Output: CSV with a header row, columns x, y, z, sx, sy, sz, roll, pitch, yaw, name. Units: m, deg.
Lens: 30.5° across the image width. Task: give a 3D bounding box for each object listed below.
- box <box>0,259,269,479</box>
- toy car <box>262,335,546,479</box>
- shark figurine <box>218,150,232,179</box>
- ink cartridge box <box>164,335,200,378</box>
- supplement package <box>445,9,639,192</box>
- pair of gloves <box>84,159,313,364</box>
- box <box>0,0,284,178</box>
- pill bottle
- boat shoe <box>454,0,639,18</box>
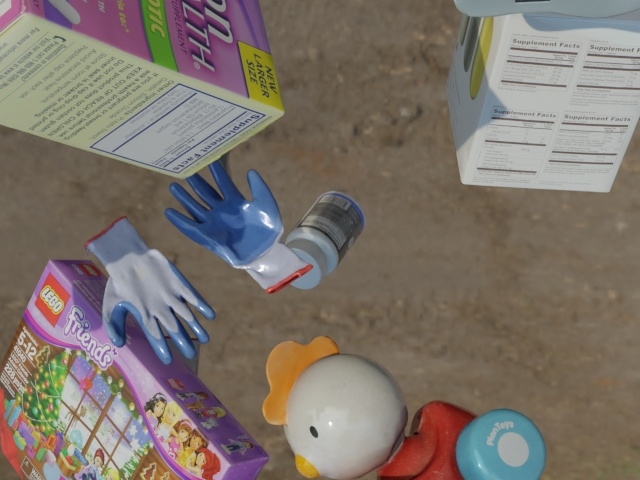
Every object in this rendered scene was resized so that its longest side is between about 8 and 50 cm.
x,y,z,sx,sy,sz,roll,pitch,yaw,name
-0.196,0.182,1.097,0.057,0.293,0.201,1,124,-52,box
0.031,0.194,1.047,0.238,0.210,0.219,40,153,0,toy car
-0.163,-0.113,1.321,0.278,0.166,0.116,25,129,33,shark figurine
-0.187,0.145,1.287,0.109,0.063,0.150,3,165,-4,ink cartridge box
0.281,-0.224,1.445,0.198,0.199,0.263,3,137,-6,supplement package
-0.115,0.016,1.041,0.198,0.159,0.023,-34,154,-16,pair of gloves
-0.165,-0.187,0.869,0.117,0.213,0.243,-29,152,32,box
0.000,0.000,1.569,0.078,0.137,0.078,16,131,20,pill bottle
0.214,-0.255,1.077,0.183,0.083,0.065,2,156,10,boat shoe
